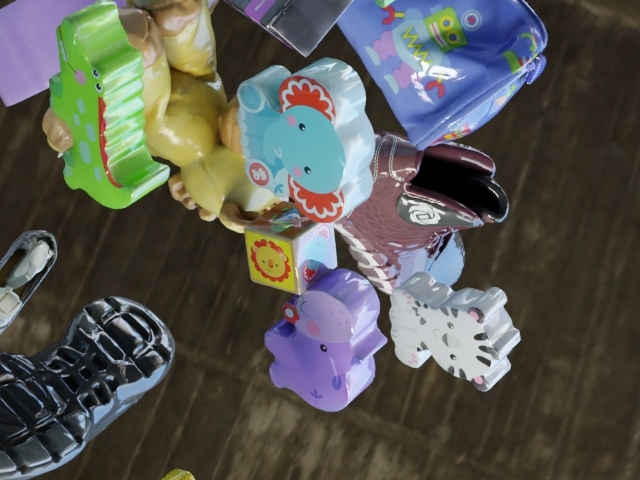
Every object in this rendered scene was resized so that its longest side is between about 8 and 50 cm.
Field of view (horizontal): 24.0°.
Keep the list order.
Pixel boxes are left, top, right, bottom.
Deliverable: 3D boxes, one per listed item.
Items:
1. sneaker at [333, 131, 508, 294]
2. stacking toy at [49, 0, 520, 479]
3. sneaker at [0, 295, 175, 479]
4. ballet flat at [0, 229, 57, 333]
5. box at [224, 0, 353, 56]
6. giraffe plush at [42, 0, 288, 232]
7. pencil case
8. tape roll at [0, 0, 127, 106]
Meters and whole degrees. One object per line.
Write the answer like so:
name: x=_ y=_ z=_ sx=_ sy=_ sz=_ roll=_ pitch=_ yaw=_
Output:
sneaker: x=0.108 y=-0.015 z=1.355 sx=0.163 sy=0.281 sz=0.106 roll=4 pitch=-109 yaw=32
stacking toy: x=0.000 y=0.000 z=0.509 sx=0.052 sy=0.221 sz=0.167 roll=15 pitch=-144 yaw=34
sneaker: x=-0.202 y=0.128 z=1.058 sx=0.101 sy=0.106 sz=0.267 roll=46 pitch=-150 yaw=12
ballet flat: x=-0.237 y=0.035 z=1.147 sx=0.041 sy=0.041 sz=0.114 roll=29 pitch=-119 yaw=2
box: x=-0.010 y=-0.157 z=0.696 sx=0.029 sy=0.162 sz=0.116 roll=37 pitch=-86 yaw=-35
giraffe plush: x=-0.089 y=-0.083 z=1.098 sx=0.170 sy=0.210 sz=0.181 roll=34 pitch=-128 yaw=1
pencil case: x=0.051 y=-0.221 z=1.098 sx=0.133 sy=0.119 sz=0.306 roll=-29 pitch=-86 yaw=23
tape roll: x=-0.222 y=-0.200 z=1.370 sx=0.189 sy=0.189 sz=0.080 roll=-32 pitch=-77 yaw=-21
